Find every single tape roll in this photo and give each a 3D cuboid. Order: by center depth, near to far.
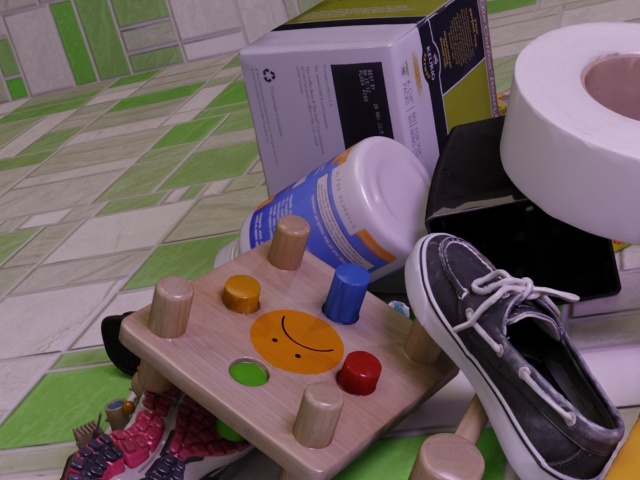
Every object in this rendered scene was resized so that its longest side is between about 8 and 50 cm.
[{"bbox_3d":[0.328,-0.114,1.213,0.286,0.100,0.286,2,37,-2],"label":"tape roll"}]

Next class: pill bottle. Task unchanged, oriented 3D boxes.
[{"bbox_3d":[0.000,0.000,1.422,0.272,0.152,0.152,-29,9,37],"label":"pill bottle"}]

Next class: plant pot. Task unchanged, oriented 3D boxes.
[{"bbox_3d":[0.224,-0.042,1.361,0.188,0.187,0.167,-12,47,13],"label":"plant pot"}]

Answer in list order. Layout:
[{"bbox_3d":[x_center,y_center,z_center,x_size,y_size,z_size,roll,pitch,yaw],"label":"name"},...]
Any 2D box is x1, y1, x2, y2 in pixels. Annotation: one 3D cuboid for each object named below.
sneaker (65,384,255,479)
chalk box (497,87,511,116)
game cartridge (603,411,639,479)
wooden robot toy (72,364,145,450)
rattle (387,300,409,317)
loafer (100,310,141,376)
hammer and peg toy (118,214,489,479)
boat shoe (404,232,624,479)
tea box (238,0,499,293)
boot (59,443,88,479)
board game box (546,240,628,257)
[{"bbox_3d":[-0.165,0.218,1.168,0.121,0.112,0.299,39,29,14],"label":"sneaker"},{"bbox_3d":[0.350,-0.152,1.723,0.132,0.132,0.213,-29,22,-33],"label":"chalk box"},{"bbox_3d":[0.336,0.218,0.873,0.285,0.052,0.324,-3,21,33],"label":"game cartridge"},{"bbox_3d":[-0.198,0.174,1.345,0.173,0.079,0.076,-18,20,-8],"label":"wooden robot toy"},{"bbox_3d":[-0.002,0.128,1.337,0.200,0.130,0.143,17,40,12],"label":"rattle"},{"bbox_3d":[-0.178,0.125,1.484,0.220,0.080,0.078,5,18,34],"label":"loafer"},{"bbox_3d":[0.021,0.132,1.158,0.361,0.127,0.266,32,37,23],"label":"hammer and peg toy"},{"bbox_3d":[0.172,0.082,1.078,0.113,0.105,0.306,5,39,-25],"label":"boat shoe"},{"bbox_3d":[0.087,-0.146,1.595,0.220,0.329,0.323,2,25,29],"label":"tea box"},{"bbox_3d":[-0.274,0.252,1.254,0.106,0.037,0.114,0,25,4],"label":"boot"},{"bbox_3d":[0.335,-0.014,1.492,0.181,0.043,0.092,-25,22,-23],"label":"board game box"}]
